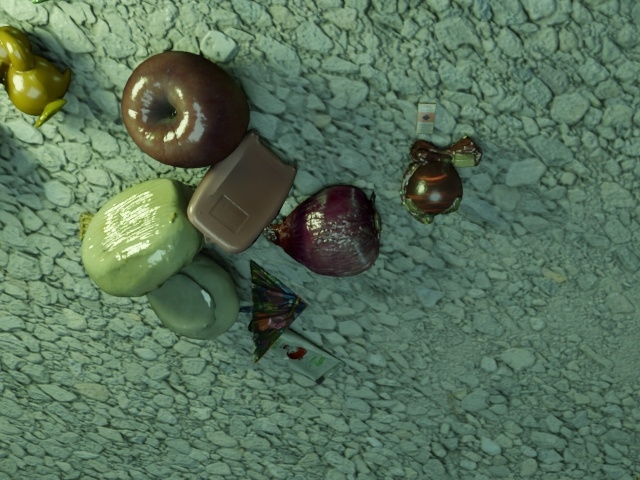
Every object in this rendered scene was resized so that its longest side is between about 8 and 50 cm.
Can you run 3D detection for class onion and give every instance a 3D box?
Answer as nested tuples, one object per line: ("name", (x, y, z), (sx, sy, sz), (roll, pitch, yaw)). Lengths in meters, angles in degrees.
("onion", (0.000, 0.000, 1.915), (0.349, 0.159, 0.267), (-12, 115, 8))

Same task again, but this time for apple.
("apple", (-0.328, -0.321, 1.697), (0.306, 0.235, 0.305), (4, 105, 14))

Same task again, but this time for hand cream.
("hand cream", (-0.084, 0.345, 2.175), (0.336, 0.076, 0.121), (37, 116, -24))

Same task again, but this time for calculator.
("calculator", (-0.200, -0.121, 1.797), (0.220, 0.048, 0.329), (40, 70, -19))

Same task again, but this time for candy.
("candy", (-0.368, 0.161, 2.009), (0.296, 0.185, 0.295), (13, 122, 21))

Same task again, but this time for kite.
("kite", (-0.147, 0.212, 2.082), (0.234, 0.016, 0.321), (-4, 98, -21))

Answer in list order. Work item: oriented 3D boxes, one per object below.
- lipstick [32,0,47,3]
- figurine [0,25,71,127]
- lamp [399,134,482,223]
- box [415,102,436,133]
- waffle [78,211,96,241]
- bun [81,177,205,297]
("lipstick", (-0.700, -0.707, 1.595), (0.076, 0.076, 0.304), (-12, 119, 9))
("figurine", (-0.743, -0.410, 1.724), (0.228, 0.215, 0.215), (26, 119, -28))
("lamp", (0.317, -0.154, 1.815), (0.215, 0.151, 0.223), (-1, 118, -1))
("box", (0.276, -0.319, 1.801), (0.046, 0.012, 0.083), (2, 120, 2))
("waffle", (-0.627, -0.028, 2.006), (0.153, 0.023, 0.097), (10, 121, -3))
("bun", (-0.453, 0.001, 1.849), (0.361, 0.361, 0.213), (-22, 135, 15))
